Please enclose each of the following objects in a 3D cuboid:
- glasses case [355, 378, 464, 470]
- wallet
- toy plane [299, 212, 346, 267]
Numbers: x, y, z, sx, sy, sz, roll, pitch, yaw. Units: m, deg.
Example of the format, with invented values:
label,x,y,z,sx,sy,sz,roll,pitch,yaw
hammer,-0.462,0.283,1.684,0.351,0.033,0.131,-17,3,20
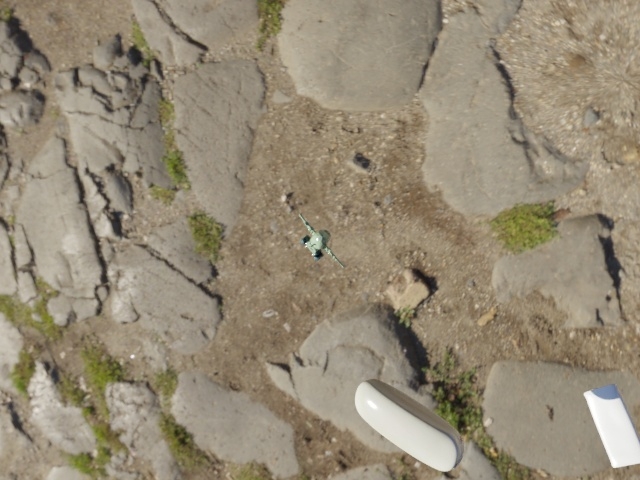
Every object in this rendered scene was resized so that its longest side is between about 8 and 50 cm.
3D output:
label,x,y,z,sx,sy,sz,roll,pitch,yaw
glasses case,0.142,0.300,1.021,0.204,0.051,0.081,29,119,33
wallet,0.469,0.293,0.989,0.061,0.025,0.122,-40,58,48
toy plane,-0.002,0.002,0.703,0.033,0.083,0.080,-38,87,-1
